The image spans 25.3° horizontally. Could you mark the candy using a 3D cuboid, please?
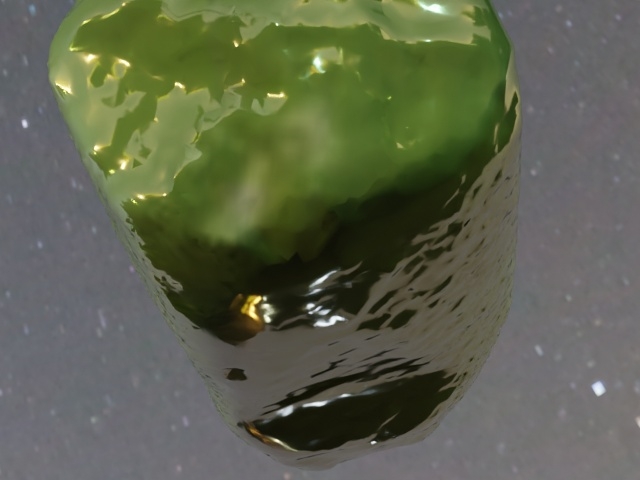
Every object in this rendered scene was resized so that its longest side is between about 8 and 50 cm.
[{"bbox_3d":[0.000,0.000,0.559,0.142,0.132,0.343,-35,-19,-9],"label":"candy"}]
